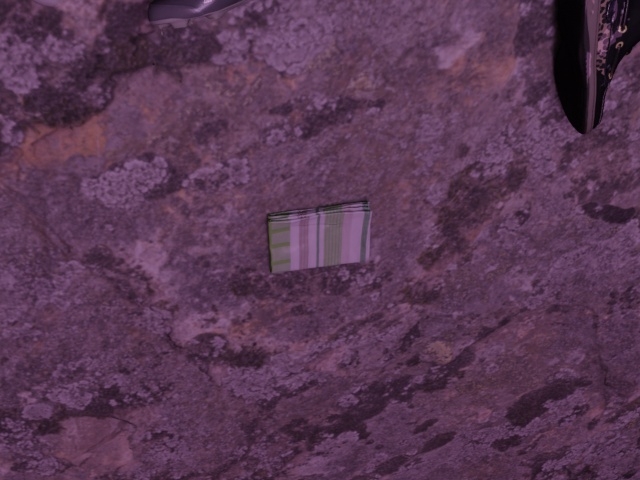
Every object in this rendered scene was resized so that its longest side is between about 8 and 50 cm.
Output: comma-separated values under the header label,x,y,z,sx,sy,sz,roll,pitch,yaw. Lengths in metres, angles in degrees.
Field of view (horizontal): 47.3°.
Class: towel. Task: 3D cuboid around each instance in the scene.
label,x,y,z,sx,sy,sz,roll,pitch,yaw
towel,0.000,0.000,1.062,0.152,0.023,0.113,-8,130,-9

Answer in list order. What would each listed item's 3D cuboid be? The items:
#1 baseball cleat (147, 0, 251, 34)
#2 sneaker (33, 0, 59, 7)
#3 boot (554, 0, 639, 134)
label,x,y,z,sx,sy,sz,roll,pitch,yaw
baseball cleat,-0.093,-0.294,0.766,0.206,0.072,0.109,-19,119,-6
sneaker,-0.257,-0.358,0.588,0.236,0.130,0.323,28,131,-33
boot,0.394,-0.256,0.920,0.178,0.085,0.236,-19,132,-3
